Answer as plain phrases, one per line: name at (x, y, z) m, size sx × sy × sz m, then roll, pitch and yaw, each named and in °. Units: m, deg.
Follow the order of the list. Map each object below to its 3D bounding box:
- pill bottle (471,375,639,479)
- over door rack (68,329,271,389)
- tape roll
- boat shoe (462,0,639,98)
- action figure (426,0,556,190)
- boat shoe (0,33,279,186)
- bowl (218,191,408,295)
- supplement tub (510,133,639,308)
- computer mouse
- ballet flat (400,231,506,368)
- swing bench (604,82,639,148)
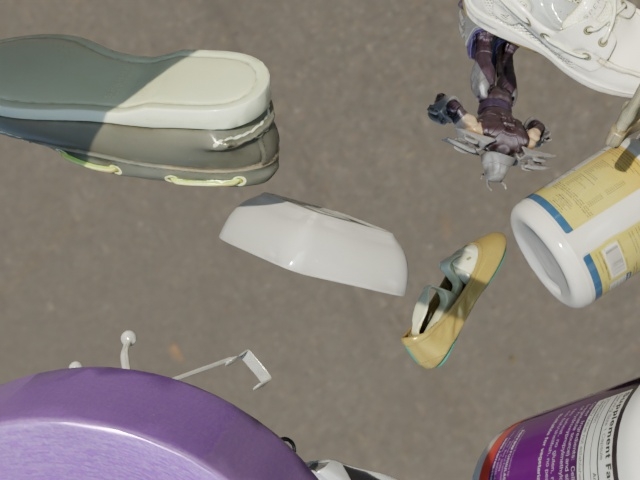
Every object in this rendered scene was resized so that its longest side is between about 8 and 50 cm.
pill bottle at (0.275, 0.205, 1.253) m, size 0.181 × 0.181 × 0.323 m, roll 58°, pitch 147°, yaw 1°
over door rack at (-0.266, 0.222, 2.047) m, size 0.239 × 0.324 × 0.108 m, roll -43°, pitch 63°, yaw 35°
tape roll at (-0.115, 0.206, 0.757) m, size 0.274 × 0.275 × 0.090 m, roll 62°, pitch -168°, yaw -6°
boat shoe at (0.288, -0.239, 1.661) m, size 0.277 × 0.098 × 0.096 m, roll 22°, pitch 160°, yaw 8°
action figure at (0.237, -0.196, 2.064) m, size 0.099 × 0.185 × 0.285 m, roll -24°, pitch 56°, yaw 48°
boat shoe at (-0.174, -0.101, 1.218) m, size 0.305 × 0.109 × 0.091 m, roll 8°, pitch 134°, yaw 24°
bowl at (0.000, 0.000, 1.314) m, size 0.142 × 0.142 × 0.053 m, roll 24°, pitch 97°, yaw 56°
supplement tub at (0.336, -0.029, 1.744) m, size 0.144 × 0.200 × 0.144 m, roll 57°, pitch 172°, yaw 12°
computer mouse at (0.002, 0.222, 1.358) m, size 0.106 × 0.193 × 0.042 m, roll -22°, pitch 56°, yaw 43°
ballet flat at (0.185, 0.068, 2.103) m, size 0.073 × 0.232 × 0.080 m, roll 40°, pitch 156°, yaw -23°
swing bench at (0.452, -0.140, 1.451) m, size 0.255 × 0.165 × 0.253 m, roll 43°, pitch 137°, yaw 19°
